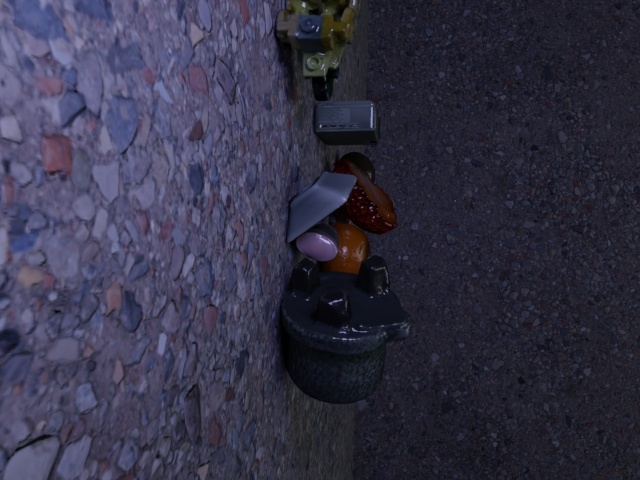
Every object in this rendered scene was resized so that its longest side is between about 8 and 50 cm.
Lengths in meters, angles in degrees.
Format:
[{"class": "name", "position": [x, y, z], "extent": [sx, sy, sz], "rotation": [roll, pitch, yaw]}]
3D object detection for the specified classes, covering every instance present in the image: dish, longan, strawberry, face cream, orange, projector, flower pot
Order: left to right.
[{"class": "dish", "position": [-0.010, -0.105, 1.116], "extent": [0.080, 0.182, 0.243], "rotation": [51, 20, -10]}, {"class": "face cream", "position": [0.000, 0.000, 1.208], "extent": [0.269, 0.107, 0.073], "rotation": [-55, 165, -83]}, {"class": "orange", "position": [0.087, 0.051, 1.539], "extent": [0.224, 0.170, 0.224], "rotation": [0, 90, -81]}, {"class": "flower pot", "position": [0.062, 0.193, 1.045], "extent": [0.299, 0.299, 0.283], "rotation": [-67, 161, -64]}, {"class": "projector", "position": [0.094, -0.371, 1.433], "extent": [0.256, 0.191, 0.099], "rotation": [-12, 104, -80]}, {"class": "longan", "position": [0.144, -0.271, 1.861], "extent": [0.189, 0.189, 0.189], "rotation": [2, 90, -80]}, {"class": "strawberry", "position": [0.135, -0.132, 1.584], "extent": [0.265, 0.149, 0.336], "rotation": [30, 25, -40]}]

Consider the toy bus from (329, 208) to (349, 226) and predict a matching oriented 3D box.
[{"class": "toy bus", "position": [0.078, -0.100, 1.733], "extent": [0.065, 0.077, 0.192], "rotation": [79, 16, -59]}]

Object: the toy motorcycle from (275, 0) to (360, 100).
[{"class": "toy motorcycle", "position": [0.007, -0.525, 0.975], "extent": [0.237, 0.168, 0.410], "rotation": [25, 67, -78]}]
